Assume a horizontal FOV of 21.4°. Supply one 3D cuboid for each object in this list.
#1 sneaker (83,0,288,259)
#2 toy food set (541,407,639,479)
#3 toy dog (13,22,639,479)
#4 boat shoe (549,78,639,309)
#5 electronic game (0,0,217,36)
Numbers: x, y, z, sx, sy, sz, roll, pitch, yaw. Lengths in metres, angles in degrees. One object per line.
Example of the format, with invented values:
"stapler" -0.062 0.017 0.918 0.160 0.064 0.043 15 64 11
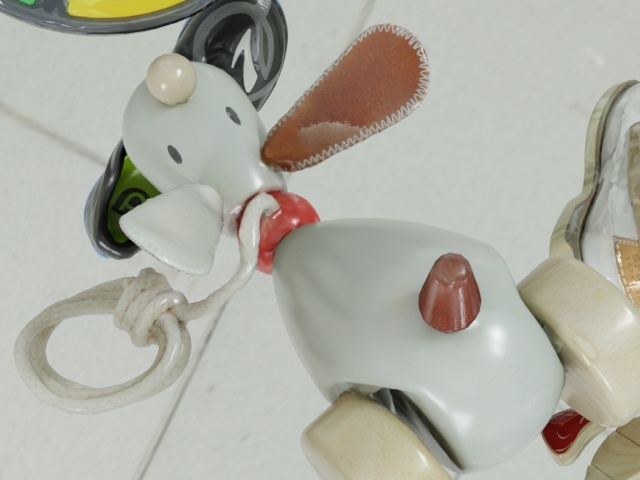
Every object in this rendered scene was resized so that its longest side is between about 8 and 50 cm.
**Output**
"sneaker" -0.076 -0.064 0.988 0.067 0.078 0.188 31 101 -14
"toy food set" 0.157 0.078 0.831 0.122 0.019 0.078 -36 45 -10
"toy dog" 0.000 0.000 0.801 0.333 0.161 0.220 21 60 26
"boat shoe" 0.270 -0.039 1.368 0.113 0.103 0.302 63 31 -27
"electronic game" -0.122 -0.222 0.903 0.229 0.048 0.229 1 85 -14
